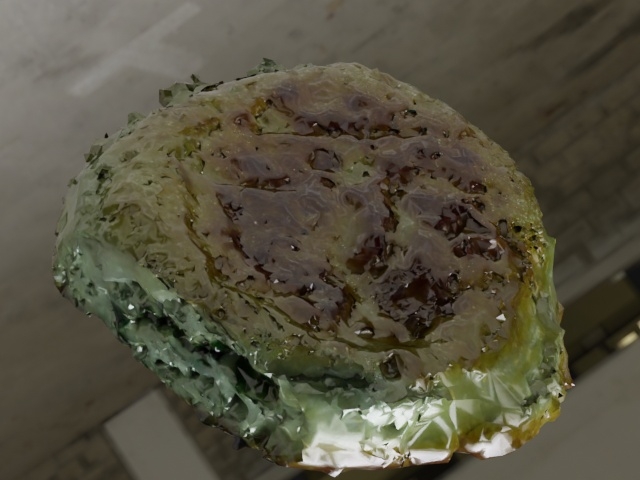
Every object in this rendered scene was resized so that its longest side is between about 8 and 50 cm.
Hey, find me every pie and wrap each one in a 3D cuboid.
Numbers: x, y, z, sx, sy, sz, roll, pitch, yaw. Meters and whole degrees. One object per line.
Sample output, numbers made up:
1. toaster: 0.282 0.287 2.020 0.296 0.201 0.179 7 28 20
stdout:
1. pie: 0.000 0.000 0.923 0.288 0.355 0.103 -29 148 -40
